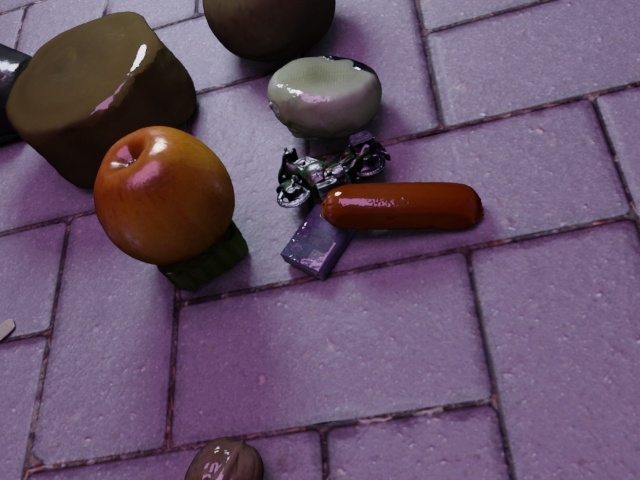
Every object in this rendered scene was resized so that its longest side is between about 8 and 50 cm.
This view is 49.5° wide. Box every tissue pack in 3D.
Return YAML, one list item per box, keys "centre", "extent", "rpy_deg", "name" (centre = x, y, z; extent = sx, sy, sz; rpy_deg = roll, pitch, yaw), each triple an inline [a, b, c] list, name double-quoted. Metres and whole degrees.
- centre: [0.000, 0.000, 1.543]
  extent: [0.112, 0.051, 0.156]
  rpy_deg: [24, 69, 27]
  name: "tissue pack"

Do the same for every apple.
- centre: [-0.332, -0.099, 1.452]
  extent: [0.299, 0.275, 0.298]
  rpy_deg: [-11, 56, 16]
  name: "apple"

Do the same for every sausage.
- centre: [0.172, -0.075, 1.477]
  extent: [0.349, 0.094, 0.097]
  rpy_deg: [-1, 60, 5]
  name: "sausage"

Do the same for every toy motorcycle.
- centre: [0.017, -0.166, 1.597]
  extent: [0.275, 0.124, 0.187]
  rpy_deg: [-21, 41, -2]
  name: "toy motorcycle"

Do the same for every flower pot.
- centre: [-0.969, -0.445, 2.025]
  extent: [0.251, 0.379, 0.379]
  rpy_deg: [8, 61, 4]
  name: "flower pot"

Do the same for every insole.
- centre: [-0.826, 0.258, 1.693]
  extent: [0.192, 0.010, 0.063]
  rpy_deg: [-38, 55, -6]
  name: "insole"

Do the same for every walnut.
- centre: [-0.178, 0.444, 1.276]
  extent: [0.140, 0.140, 0.162]
  rpy_deg: [21, 79, 29]
  name: "walnut"

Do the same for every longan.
- centre: [-0.140, -0.640, 1.846]
  extent: [0.361, 0.361, 0.360]
  rpy_deg: [-9, 57, 14]
  name: "longan"

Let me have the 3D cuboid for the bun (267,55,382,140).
- centre: [0.012, -0.324, 1.673]
  extent: [0.283, 0.179, 0.283]
  rpy_deg: [-3, 36, 2]
  name: "bun"

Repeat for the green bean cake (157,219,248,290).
- centre: [-0.294, -0.006, 1.611]
  extent: [0.200, 0.113, 0.214]
  rpy_deg: [-31, 55, -5]
  name: "green bean cake"

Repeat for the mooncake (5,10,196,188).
- centre: [-0.581, -0.377, 1.858]
  extent: [0.467, 0.262, 0.466]
  rpy_deg: [-10, 56, 16]
  name: "mooncake"
